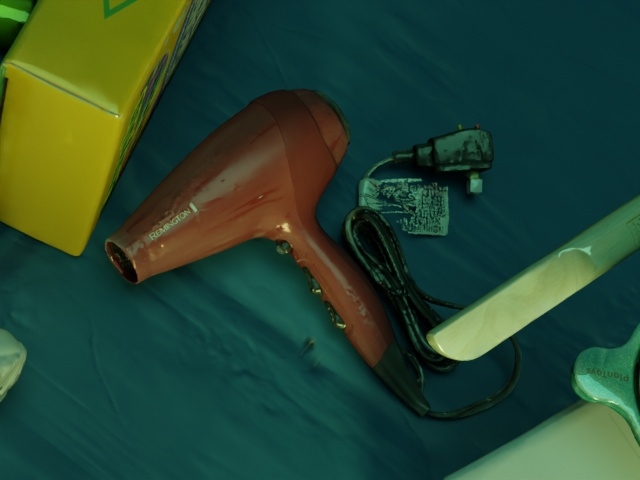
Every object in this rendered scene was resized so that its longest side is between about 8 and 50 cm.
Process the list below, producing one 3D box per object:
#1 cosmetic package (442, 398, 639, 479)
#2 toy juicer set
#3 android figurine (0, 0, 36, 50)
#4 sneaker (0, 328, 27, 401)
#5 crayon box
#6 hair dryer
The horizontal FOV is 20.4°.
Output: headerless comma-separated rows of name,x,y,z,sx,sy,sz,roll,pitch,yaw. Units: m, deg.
cosmetic package,0.292,0.172,1.166,0.453,0.161,0.230,-26,74,-25
toy juicer set,0.255,0.067,1.065,0.329,0.089,0.209,34,61,3
android figurine,-0.338,-0.150,1.209,0.272,0.056,0.248,17,62,-9
sneaker,-0.296,0.087,1.087,0.232,0.090,0.115,-20,68,-24
crayon box,-0.136,-0.132,1.171,0.083,0.203,0.323,26,61,-3
hair dryer,0.000,0.000,1.215,0.293,0.080,0.224,4,65,-13
